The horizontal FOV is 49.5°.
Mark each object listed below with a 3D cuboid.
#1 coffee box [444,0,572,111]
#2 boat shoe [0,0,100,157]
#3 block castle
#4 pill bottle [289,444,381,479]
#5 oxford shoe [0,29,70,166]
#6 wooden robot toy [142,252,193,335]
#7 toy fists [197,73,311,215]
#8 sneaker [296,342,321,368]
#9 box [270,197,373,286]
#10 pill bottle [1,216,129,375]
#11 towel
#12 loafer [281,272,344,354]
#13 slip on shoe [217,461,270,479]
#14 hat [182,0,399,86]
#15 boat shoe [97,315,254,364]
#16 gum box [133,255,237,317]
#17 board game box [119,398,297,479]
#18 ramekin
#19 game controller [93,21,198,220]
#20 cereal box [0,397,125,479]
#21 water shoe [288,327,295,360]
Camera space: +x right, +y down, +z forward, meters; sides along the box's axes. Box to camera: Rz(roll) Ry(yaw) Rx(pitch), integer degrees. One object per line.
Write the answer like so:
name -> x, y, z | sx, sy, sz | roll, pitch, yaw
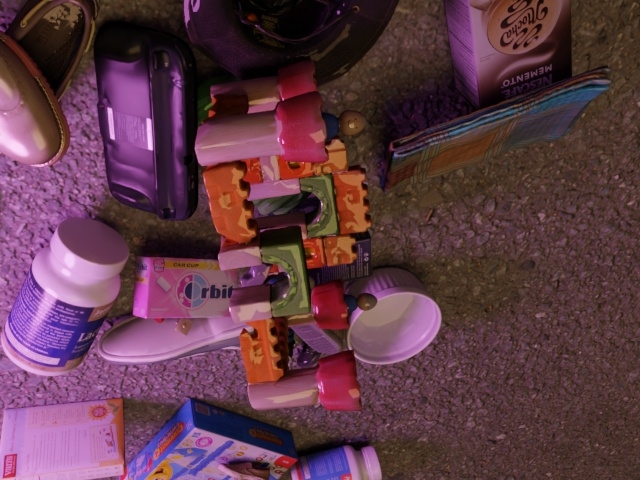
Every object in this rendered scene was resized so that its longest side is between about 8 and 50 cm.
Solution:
coffee box -> 0.295, -0.368, 1.102 | 0.168, 0.119, 0.297 | -21, 130, -2
boat shoe -> -0.422, -0.235, 0.996 | 0.117, 0.096, 0.324 | 29, 114, -33
block castle -> -0.023, -0.008, 1.001 | 0.213, 0.303, 0.453 | -8, 115, 1
pill bottle -> 0.038, 0.594, 1.773 | 0.222, 0.124, 0.124 | -13, 130, -8
oxford shoe -> -0.493, -0.234, 0.870 | 0.140, 0.146, 0.397 | -39, 107, 18
wooden robot toy -> -0.308, 0.105, 1.316 | 0.076, 0.079, 0.173 | -42, 118, -33
toy fists -> -0.114, -0.156, 1.160 | 0.142, 0.096, 0.279 | -37, 127, 3
sneaker -> -0.015, 0.200, 1.498 | 0.089, 0.051, 0.170 | 33, 107, -35
box -> 0.000, 0.000, 1.274 | 0.158, 0.156, 0.093 | -11, 129, -9
pill bottle -> -0.443, 0.097, 1.214 | 0.153, 0.153, 0.264 | 18, 120, -28
towel -> 0.288, -0.177, 1.205 | 0.370, 0.040, 0.271 | -20, 169, -2
loafer -> -0.034, 0.125, 1.365 | 0.094, 0.087, 0.251 | -9, 134, 35
slip on shoe -> -0.174, 0.529, 1.599 | 0.135, 0.051, 0.041 | 28, 75, -24
hat -> -0.040, -0.381, 0.982 | 0.331, 0.134, 0.331 | -6, 140, -5
boat shoe -> -0.270, 0.199, 1.374 | 0.320, 0.116, 0.099 | -12, 138, -14
gum box -> -0.240, 0.086, 1.273 | 0.188, 0.062, 0.107 | 4, 89, -36
board game box -> -0.267, 0.542, 1.661 | 0.308, 0.086, 0.302 | 29, 114, -33
ramekin -> 0.141, 0.153, 1.470 | 0.207, 0.109, 0.207 | -8, 128, -10
game controller -> -0.270, -0.175, 1.083 | 0.166, 0.067, 0.319 | 22, 129, 20
cereal box -> -0.526, 0.413, 1.423 | 0.240, 0.173, 0.047 | -3, 129, -15
water shoe -> -0.067, 0.172, 1.443 | 0.080, 0.073, 0.203 | -20, 131, -9
